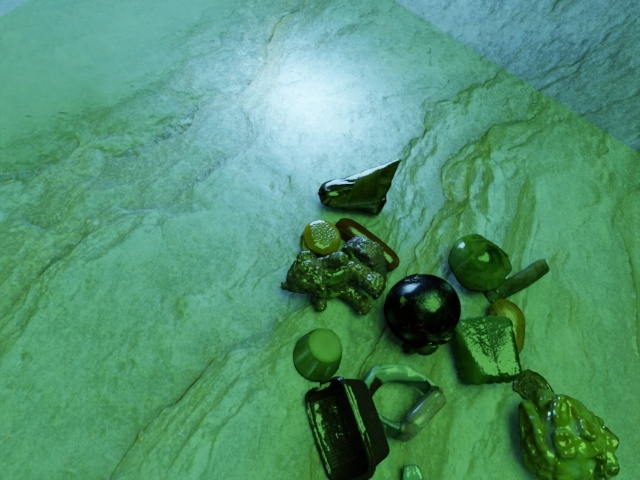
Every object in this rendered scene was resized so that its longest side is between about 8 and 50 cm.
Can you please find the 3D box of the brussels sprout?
[{"bbox_3d":[0.655,0.097,1.838,0.271,0.210,0.219,6,36,-27],"label":"brussels sprout"}]

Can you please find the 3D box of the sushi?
[{"bbox_3d":[0.157,0.096,1.701,0.161,0.241,0.107,21,48,40],"label":"sushi"}]

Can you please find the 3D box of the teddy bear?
[{"bbox_3d":[0.046,0.149,1.567,0.296,0.246,0.222,34,29,15],"label":"teddy bear"}]

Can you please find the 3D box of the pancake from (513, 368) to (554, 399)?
[{"bbox_3d":[0.820,0.585,1.732,0.190,0.020,0.184,4,62,-18],"label":"pancake"}]

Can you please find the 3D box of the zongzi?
[{"bbox_3d":[0.153,-0.229,1.781,0.286,0.288,0.134,2,55,-19],"label":"zongzi"}]

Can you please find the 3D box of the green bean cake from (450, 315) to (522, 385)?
[{"bbox_3d":[0.603,0.406,1.660,0.222,0.125,0.248,-4,61,2],"label":"green bean cake"}]

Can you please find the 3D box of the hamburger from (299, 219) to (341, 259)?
[{"bbox_3d":[0.000,0.000,1.697,0.162,0.115,0.162,9,57,-15],"label":"hamburger"}]

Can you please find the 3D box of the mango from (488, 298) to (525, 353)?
[{"bbox_3d":[0.744,0.340,1.787,0.147,0.109,0.227,3,62,-19],"label":"mango"}]

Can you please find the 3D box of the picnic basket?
[{"bbox_3d":[0.087,0.566,1.375,0.129,0.222,0.297,4,58,-45],"label":"picnic basket"}]

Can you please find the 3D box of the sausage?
[{"bbox_3d":[0.187,0.011,1.781,0.300,0.083,0.089,39,68,5],"label":"sausage"}]

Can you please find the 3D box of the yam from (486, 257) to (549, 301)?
[{"bbox_3d":[0.858,0.173,1.947,0.371,0.083,0.083,-23,72,-27],"label":"yam"}]

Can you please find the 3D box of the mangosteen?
[{"bbox_3d":[0.362,0.258,1.606,0.288,0.288,0.288,9,59,-16],"label":"mangosteen"}]

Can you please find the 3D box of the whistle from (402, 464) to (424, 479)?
[{"bbox_3d":[0.295,0.825,1.358,0.186,0.093,0.274,-9,59,4],"label":"whistle"}]

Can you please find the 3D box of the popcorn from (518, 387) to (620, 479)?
[{"bbox_3d":[0.822,0.664,1.533,0.312,0.312,0.312,9,59,-16],"label":"popcorn"}]

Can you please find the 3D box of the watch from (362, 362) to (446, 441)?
[{"bbox_3d":[0.251,0.518,1.495,0.253,0.162,0.241,-29,62,-34],"label":"watch"}]

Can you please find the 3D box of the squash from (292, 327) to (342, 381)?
[{"bbox_3d":[0.002,0.367,1.495,0.170,0.123,0.170,11,53,-14],"label":"squash"}]
